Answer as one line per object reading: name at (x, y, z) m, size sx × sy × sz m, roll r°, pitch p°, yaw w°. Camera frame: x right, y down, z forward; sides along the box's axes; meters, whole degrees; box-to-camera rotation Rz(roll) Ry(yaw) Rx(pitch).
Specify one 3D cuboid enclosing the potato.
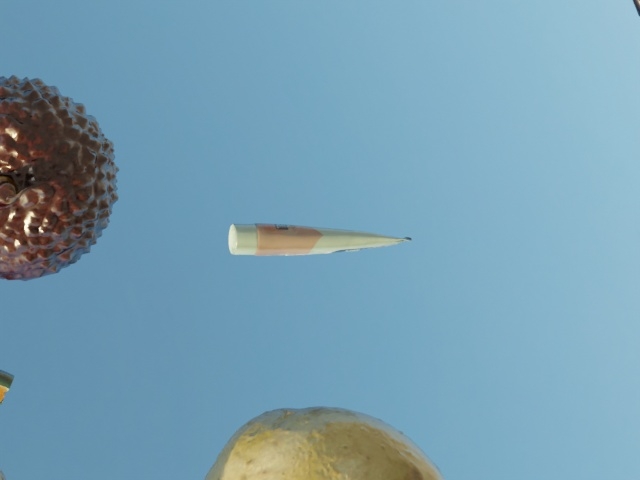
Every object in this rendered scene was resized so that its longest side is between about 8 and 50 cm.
potato at (0.000, 0.258, 0.713) m, size 0.242 × 0.285 × 0.242 m, roll 30°, pitch -129°, yaw -47°

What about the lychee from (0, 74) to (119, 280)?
lychee at (-0.389, -0.077, 1.029) m, size 0.264 × 0.300 × 0.264 m, roll -2°, pitch -83°, yaw -15°

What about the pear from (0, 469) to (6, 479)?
pear at (-0.571, 0.396, 1.236) m, size 0.178 × 0.178 × 0.178 m, roll 13°, pitch -109°, yaw -42°

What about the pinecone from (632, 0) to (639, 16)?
pinecone at (0.224, -0.102, 0.280) m, size 0.257 × 0.243 × 0.243 m, roll 14°, pitch -110°, yaw -31°

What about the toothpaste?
toothpaste at (0.000, 0.000, 0.914) m, size 0.205 × 0.056 × 0.036 m, roll 1°, pitch -93°, yaw -21°

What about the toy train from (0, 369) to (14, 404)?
toy train at (-0.530, 0.217, 1.240) m, size 0.103 × 0.064 × 0.044 m, roll 30°, pitch -154°, yaw -17°
